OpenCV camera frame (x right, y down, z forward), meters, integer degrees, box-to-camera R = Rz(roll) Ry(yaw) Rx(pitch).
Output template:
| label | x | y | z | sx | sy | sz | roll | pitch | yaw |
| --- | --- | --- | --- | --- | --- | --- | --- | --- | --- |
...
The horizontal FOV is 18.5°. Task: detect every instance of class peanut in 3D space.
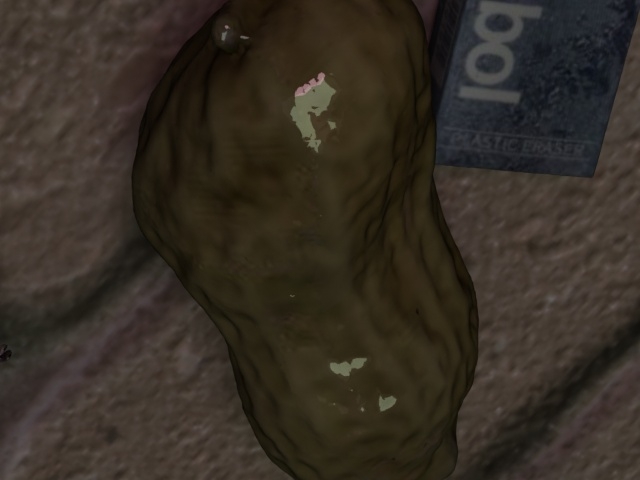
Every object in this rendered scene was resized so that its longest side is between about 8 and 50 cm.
| label | x | y | z | sx | sy | sz | roll | pitch | yaw |
| --- | --- | --- | --- | --- | --- | --- | --- | --- | --- |
| peanut | -0.007 | -0.006 | 0.944 | 0.143 | 0.159 | 0.291 | -38 | 134 | -28 |

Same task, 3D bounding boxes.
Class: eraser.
| label | x | y | z | sx | sy | sz | roll | pitch | yaw |
| --- | --- | --- | --- | --- | --- | --- | --- | --- | --- |
| eraser | 0.109 | -0.132 | 0.945 | 0.092 | 0.046 | 0.212 | 4 | 120 | -13 |

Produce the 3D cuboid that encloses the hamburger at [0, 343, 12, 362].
| label | x | y | z | sx | sy | sz | roll | pitch | yaw |
| --- | --- | --- | --- | --- | --- | --- | --- | --- | --- |
| hamburger | -0.251 | 0.063 | 0.947 | 0.189 | 0.093 | 0.164 | 18 | 111 | -18 |
